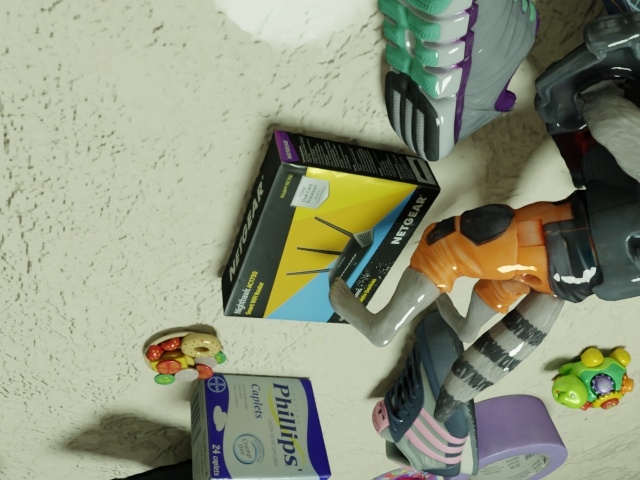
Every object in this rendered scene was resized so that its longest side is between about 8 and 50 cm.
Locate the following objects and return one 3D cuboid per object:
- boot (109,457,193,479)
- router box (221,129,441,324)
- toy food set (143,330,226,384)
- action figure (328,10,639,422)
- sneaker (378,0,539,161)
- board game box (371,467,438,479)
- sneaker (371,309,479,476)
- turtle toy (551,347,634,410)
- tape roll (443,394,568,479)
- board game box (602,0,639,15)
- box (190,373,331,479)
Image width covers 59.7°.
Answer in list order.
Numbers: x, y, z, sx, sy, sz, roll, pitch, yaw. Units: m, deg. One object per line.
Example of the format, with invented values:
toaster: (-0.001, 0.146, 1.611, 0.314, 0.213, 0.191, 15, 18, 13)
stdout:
boot: (-0.141, 0.299, 0.665, 0.246, 0.094, 0.207, -22, 165, 16)
router box: (0.000, 0.000, 0.476, 0.133, 0.046, 0.179, 7, 134, -21)
toy food set: (-0.142, 0.124, 0.587, 0.083, 0.020, 0.082, -8, 137, -7)
action figure: (0.225, 0.015, 0.441, 0.330, 0.178, 0.341, -31, 142, 32)
sneaker: (0.089, -0.154, 0.333, 0.098, 0.083, 0.223, -27, 146, -13)
board game box: (0.153, 0.459, 1.011, 0.133, 0.033, 0.168, -17, 137, 2)
sneaker: (0.121, 0.205, 0.683, 0.131, 0.112, 0.319, -6, 132, 12)
turtle toy: (0.373, 0.200, 0.771, 0.130, 0.066, 0.095, 4, 134, -19)
tape roll: (0.274, 0.322, 0.865, 0.189, 0.080, 0.189, -8, 137, -8)
board game box: (0.286, -0.177, 0.369, 0.165, 0.042, 0.243, -36, 133, 22)
box: (-0.072, 0.225, 0.636, 0.137, 0.126, 0.072, 9, 131, -24)
